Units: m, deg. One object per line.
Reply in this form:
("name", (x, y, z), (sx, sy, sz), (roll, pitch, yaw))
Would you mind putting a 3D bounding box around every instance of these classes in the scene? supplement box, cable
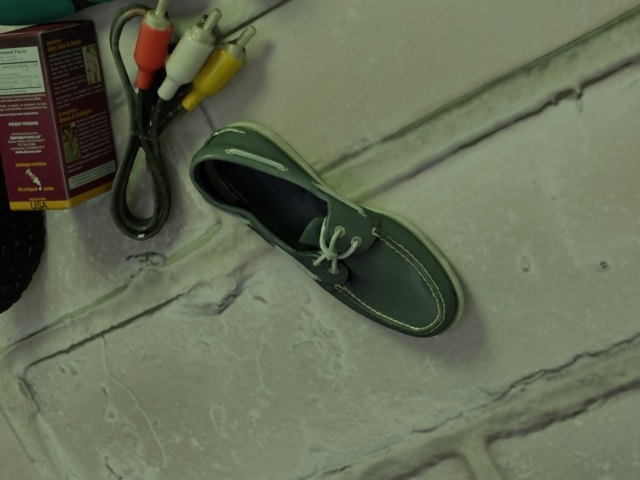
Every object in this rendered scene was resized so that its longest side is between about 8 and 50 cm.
("supplement box", (-0.287, -0.135, 1.487), (0.080, 0.104, 0.188), (-1, 105, 24))
("cable", (-0.181, -0.128, 1.449), (0.139, 0.072, 0.287), (21, 113, -11))

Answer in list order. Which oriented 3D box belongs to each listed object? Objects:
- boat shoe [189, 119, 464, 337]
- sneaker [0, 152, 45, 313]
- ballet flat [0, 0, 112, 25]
("boat shoe", (0.000, 0.000, 1.406), (0.319, 0.099, 0.116), (39, 117, 8))
("sneaker", (-0.391, -0.058, 1.574), (0.124, 0.107, 0.283), (15, 108, 35))
("ballet flat", (-0.256, -0.283, 1.446), (0.247, 0.087, 0.083), (-7, 144, 20))
